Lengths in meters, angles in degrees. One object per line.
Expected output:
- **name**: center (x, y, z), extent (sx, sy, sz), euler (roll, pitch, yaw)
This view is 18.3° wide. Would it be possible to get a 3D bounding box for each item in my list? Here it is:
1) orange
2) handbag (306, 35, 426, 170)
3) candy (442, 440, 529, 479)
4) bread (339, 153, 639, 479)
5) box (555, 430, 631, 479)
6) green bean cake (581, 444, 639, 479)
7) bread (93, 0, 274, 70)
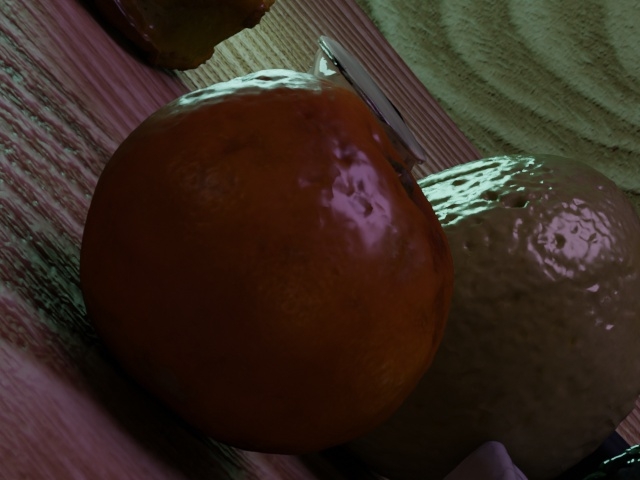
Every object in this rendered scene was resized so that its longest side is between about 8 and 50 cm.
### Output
- **orange**: center (-0.035, 0.020, 1.344), extent (0.261, 0.261, 0.261), euler (48, 12, -14)
- **handbag**: center (0.029, -0.129, 2.331), extent (0.205, 0.116, 0.179), euler (56, 12, 24)
- **candy**: center (0.145, 0.304, 1.367), extent (0.208, 0.145, 0.359), euler (48, 13, -13)
- **bread**: center (0.115, 0.056, 1.613), extent (0.237, 0.320, 0.320), euler (60, 8, -22)
- **box**: center (0.222, 0.233, 1.842), extent (0.230, 0.160, 0.050), euler (45, 19, -30)
- **green bean cake**: center (0.261, 0.305, 1.709), extent (0.208, 0.193, 0.107), euler (54, 6, 9)
- **bread**: center (-0.149, -0.267, 1.987), extent (0.260, 0.160, 0.147), euler (49, 16, -42)
